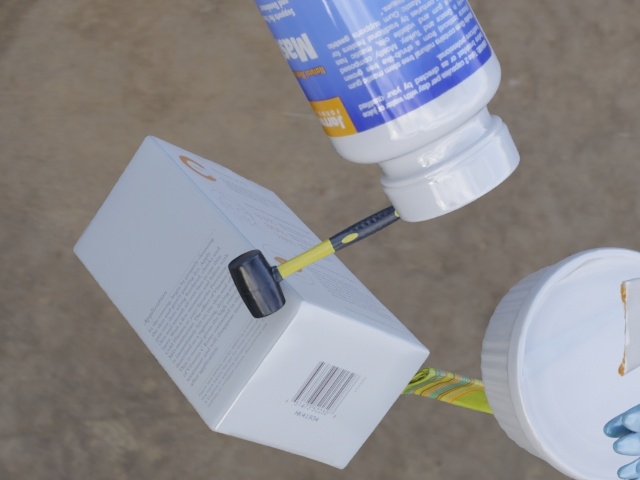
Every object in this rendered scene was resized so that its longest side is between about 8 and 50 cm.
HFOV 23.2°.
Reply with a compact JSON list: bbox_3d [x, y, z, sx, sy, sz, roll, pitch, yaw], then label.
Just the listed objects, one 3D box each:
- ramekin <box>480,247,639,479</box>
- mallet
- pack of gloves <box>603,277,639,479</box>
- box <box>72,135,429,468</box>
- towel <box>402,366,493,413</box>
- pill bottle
[{"bbox_3d":[0.311,0.144,1.823,0.272,0.127,0.273,0,89,-25],"label":"ramekin"},{"bbox_3d":[0.000,0.000,1.484,0.189,0.039,0.062,-34,105,1],"label":"mallet"},{"bbox_3d":[0.307,0.114,1.417,0.232,0.046,0.195,-13,104,-53],"label":"pack of gloves"},{"bbox_3d":[-0.083,0.064,1.707,0.215,0.345,0.168,24,106,-45],"label":"box"},{"bbox_3d":[0.229,0.217,2.122,0.237,0.102,0.021,16,69,-18],"label":"towel"},{"bbox_3d":[0.050,-0.157,1.242,0.152,0.152,0.272,-34,106,-22],"label":"pill bottle"}]
